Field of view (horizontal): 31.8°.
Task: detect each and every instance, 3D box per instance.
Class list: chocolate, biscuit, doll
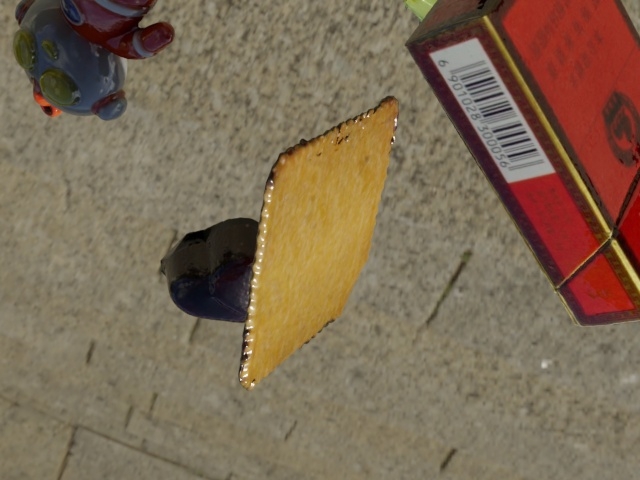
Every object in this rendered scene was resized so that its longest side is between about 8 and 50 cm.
[{"bbox_3d":[-0.121,0.054,1.354,0.148,0.080,0.125,-18,122,14],"label":"chocolate"},{"bbox_3d":[0.000,0.000,1.022,0.013,0.232,0.237,23,121,22],"label":"biscuit"},{"bbox_3d":[-0.255,-0.235,1.202,0.200,0.105,0.336,48,142,4],"label":"doll"}]

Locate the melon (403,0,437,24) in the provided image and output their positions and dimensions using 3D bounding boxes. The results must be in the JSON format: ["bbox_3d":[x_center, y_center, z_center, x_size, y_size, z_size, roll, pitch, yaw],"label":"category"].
[{"bbox_3d":[0.086,-0.296,0.928,0.053,0.114,0.262,13,115,41],"label":"melon"}]

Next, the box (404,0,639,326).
[{"bbox_3d":[0.166,-0.080,0.738,0.074,0.153,0.240,-14,121,39],"label":"box"}]
